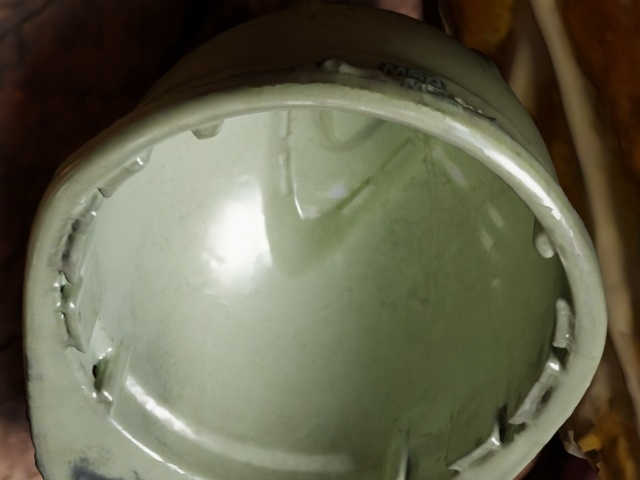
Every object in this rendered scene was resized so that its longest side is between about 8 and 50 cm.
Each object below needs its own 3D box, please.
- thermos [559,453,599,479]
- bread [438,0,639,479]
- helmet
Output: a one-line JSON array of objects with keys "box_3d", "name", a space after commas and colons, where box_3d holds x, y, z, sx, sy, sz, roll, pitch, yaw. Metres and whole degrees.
[{"box_3d": [0.177, 0.188, 0.978, 0.330, 0.136, 0.109, 81, 30, -43], "name": "thermos"}, {"box_3d": [0.238, -0.046, 0.613, 0.279, 0.371, 0.390, -24, 131, -20], "name": "bread"}, {"box_3d": [-0.001, 0.000, 0.647, 0.204, 0.137, 0.258, 20, 133, -8], "name": "helmet"}]
